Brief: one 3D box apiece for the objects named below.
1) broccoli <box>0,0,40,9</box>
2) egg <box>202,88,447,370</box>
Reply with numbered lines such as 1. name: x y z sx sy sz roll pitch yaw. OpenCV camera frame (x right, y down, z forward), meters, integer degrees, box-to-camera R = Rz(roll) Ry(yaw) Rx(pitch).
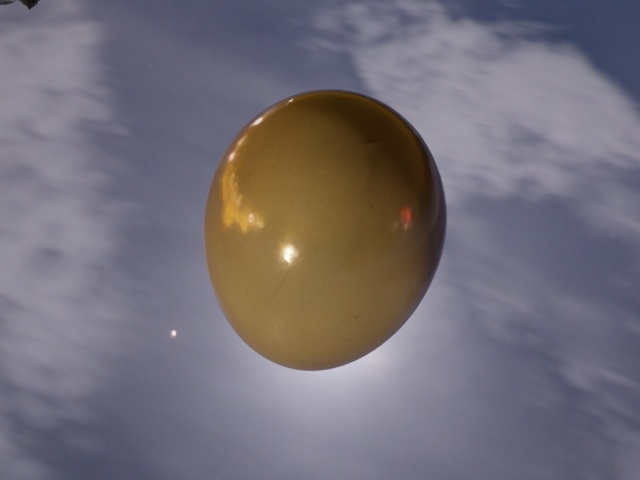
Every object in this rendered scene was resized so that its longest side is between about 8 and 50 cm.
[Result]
1. broccoli: -0.251 -0.323 0.654 0.177 0.275 0.198 -6 -150 -22
2. egg: 0.000 0.000 0.709 0.188 0.254 0.189 9 -140 -7
